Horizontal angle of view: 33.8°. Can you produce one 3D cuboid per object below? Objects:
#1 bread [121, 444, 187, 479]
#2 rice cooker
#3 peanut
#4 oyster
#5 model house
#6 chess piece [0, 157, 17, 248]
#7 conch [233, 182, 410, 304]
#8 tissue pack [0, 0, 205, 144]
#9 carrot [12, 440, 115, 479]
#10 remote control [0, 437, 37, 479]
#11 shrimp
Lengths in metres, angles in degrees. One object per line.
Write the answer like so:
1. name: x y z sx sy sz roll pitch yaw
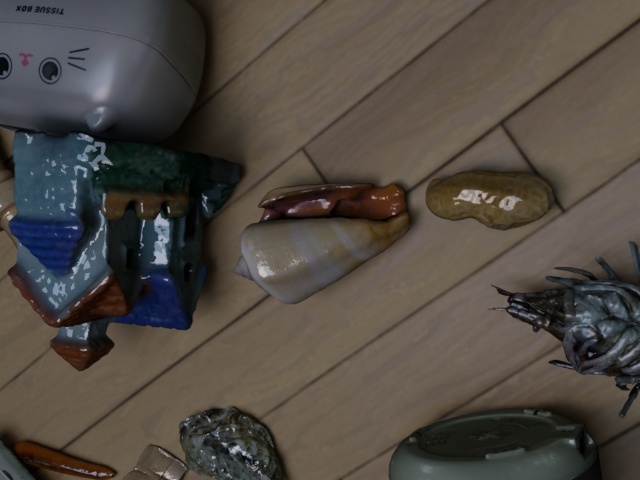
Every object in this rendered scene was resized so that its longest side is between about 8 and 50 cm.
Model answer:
1. bread: -0.271 0.418 1.681 0.077 0.105 0.152 25 138 16
2. rice cooker: 0.235 0.372 1.348 0.288 0.288 0.277 -8 97 22
3. peanut: 0.221 -0.053 1.389 0.174 0.080 0.080 3 100 24
4. oyster: -0.136 0.320 1.593 0.177 0.064 0.125 2 103 23
5. model house: -0.284 0.031 1.443 0.251 0.295 0.329 8 91 14
6. chess piece: -0.494 -0.057 1.646 0.117 0.117 0.397 -44 80 21
7. conch: 0.000 0.005 1.476 0.255 0.127 0.158 -10 64 1
8. tissue pack: -0.343 -0.248 1.474 0.333 0.229 0.236 9 75 20
9. carrot: -0.421 0.367 1.723 0.190 0.037 0.037 12 103 18
10. remote control: -0.469 0.473 1.731 0.344 0.050 0.145 45 131 9
11. shrimp: 0.415 0.121 1.305 0.410 0.166 0.221 18 71 4
